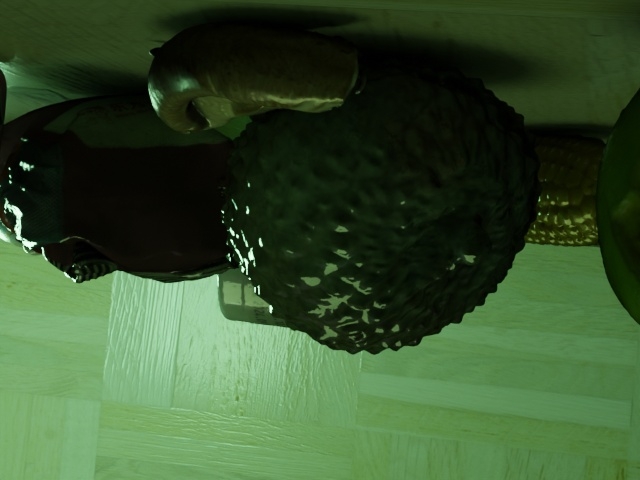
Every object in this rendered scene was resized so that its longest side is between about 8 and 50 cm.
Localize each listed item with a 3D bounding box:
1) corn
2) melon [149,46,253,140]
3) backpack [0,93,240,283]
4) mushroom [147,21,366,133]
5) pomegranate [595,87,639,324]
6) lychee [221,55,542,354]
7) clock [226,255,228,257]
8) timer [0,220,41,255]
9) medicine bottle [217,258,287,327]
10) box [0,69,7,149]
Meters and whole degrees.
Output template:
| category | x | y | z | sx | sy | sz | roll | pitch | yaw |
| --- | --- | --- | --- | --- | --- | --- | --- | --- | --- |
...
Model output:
| category | x | y | z | sx | sy | sz | roll | pitch | yaw |
| --- | --- | --- | --- | --- | --- | --- | --- | --- | --- |
| corn | 0.191 | -0.059 | 1.485 | 0.120 | 0.120 | 0.363 | 8 | 180 | -43 |
| melon | -0.106 | -0.142 | 1.248 | 0.114 | 0.053 | 0.262 | 23 | 176 | 9 |
| backpack | -0.226 | -0.055 | 1.456 | 0.283 | 0.197 | 0.317 | -1 | -175 | -36 |
| mushroom | -0.062 | -0.124 | 1.017 | 0.094 | 0.072 | 0.209 | 5 | 175 | -35 |
| pomegranate | 0.284 | -0.049 | 0.822 | 0.236 | 0.236 | 0.302 | 5 | 144 | 7 |
| lychee | 0.045 | -0.037 | 1.120 | 0.255 | 0.255 | 0.274 | 7 | -159 | -32 |
| clock | -0.127 | -0.060 | 1.635 | 0.211 | 0.159 | 0.066 | 10 | 170 | 8 |
| timer | -0.403 | -0.041 | 1.981 | 0.175 | 0.175 | 0.255 | 7 | -152 | -26 |
| medicine bottle | 0.000 | 0.000 | 1.764 | 0.232 | 0.238 | 0.238 | 5 | 177 | 5 |
| box | -0.494 | -0.138 | 1.273 | 0.369 | 0.112 | 0.190 | 7 | 177 | -1 |
